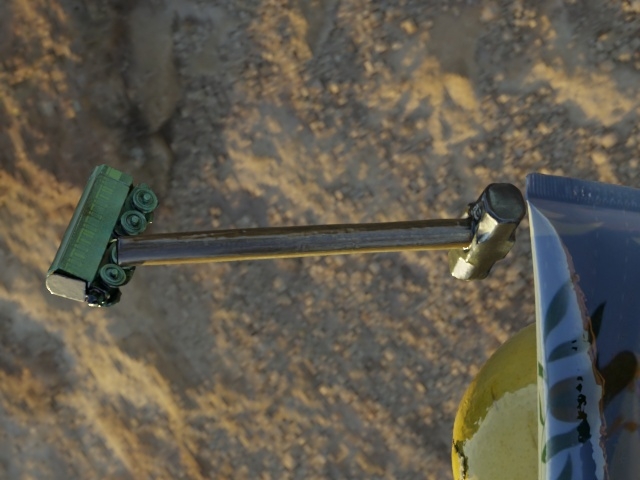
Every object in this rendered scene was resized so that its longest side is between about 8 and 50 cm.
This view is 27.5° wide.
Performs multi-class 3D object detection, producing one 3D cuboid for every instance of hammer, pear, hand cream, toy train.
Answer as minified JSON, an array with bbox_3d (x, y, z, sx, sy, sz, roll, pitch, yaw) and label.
[{"bbox_3d":[0.000,0.000,1.172,0.111,0.365,0.043,111,152,-56],"label":"hammer"},{"bbox_3d":[0.313,0.249,1.512,0.348,0.348,0.348,19,124,31],"label":"pear"},{"bbox_3d":[0.151,0.097,0.729,0.058,0.091,0.271,145,130,-71],"label":"hand cream"},{"bbox_3d":[-0.194,-0.002,1.178,0.071,0.148,0.038,21,138,-8],"label":"toy train"}]
